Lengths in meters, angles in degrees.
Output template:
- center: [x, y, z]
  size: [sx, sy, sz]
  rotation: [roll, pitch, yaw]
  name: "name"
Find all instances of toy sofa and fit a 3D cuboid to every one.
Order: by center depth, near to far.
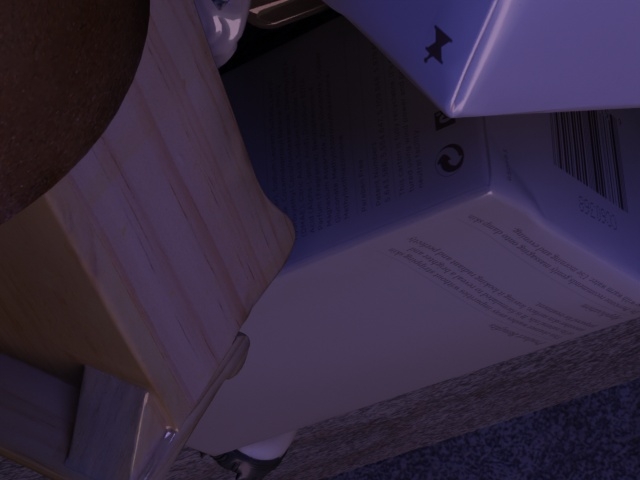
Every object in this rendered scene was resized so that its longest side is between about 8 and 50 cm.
- center: [-0.143, -0.038, 0.793]
  size: [0.150, 0.177, 0.362]
  rotation: [20, 155, 23]
  name: "toy sofa"

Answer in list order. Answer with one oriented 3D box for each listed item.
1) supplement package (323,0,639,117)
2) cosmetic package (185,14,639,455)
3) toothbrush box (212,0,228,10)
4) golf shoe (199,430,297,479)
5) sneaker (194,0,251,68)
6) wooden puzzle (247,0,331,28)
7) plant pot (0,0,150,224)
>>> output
- center: [0.140, -0.172, 0.702]
  size: [0.293, 0.177, 0.175]
  rotation: [-7, 132, -38]
  name: "supplement package"
- center: [0.000, 0.000, 1.070]
  size: [0.385, 0.156, 0.217]
  rotation: [-19, 150, 33]
  name: "cosmetic package"
- center: [0.051, -0.225, 0.391]
  size: [0.295, 0.126, 0.216]
  rotation: [-50, -179, -34]
  name: "toothbrush box"
- center: [-0.030, 0.060, 1.309]
  size: [0.105, 0.273, 0.120]
  rotation: [33, 130, -12]
  name: "golf shoe"
- center: [-0.122, -0.114, 0.880]
  size: [0.115, 0.090, 0.232]
  rotation: [15, 155, -22]
  name: "sneaker"
- center: [0.046, -0.187, 0.873]
  size: [0.221, 0.044, 0.239]
  rotation: [-20, 163, 1]
  name: "wooden puzzle"
- center: [-0.173, -0.152, 0.484]
  size: [0.237, 0.237, 0.254]
  rotation: [-16, 146, -13]
  name: "plant pot"
